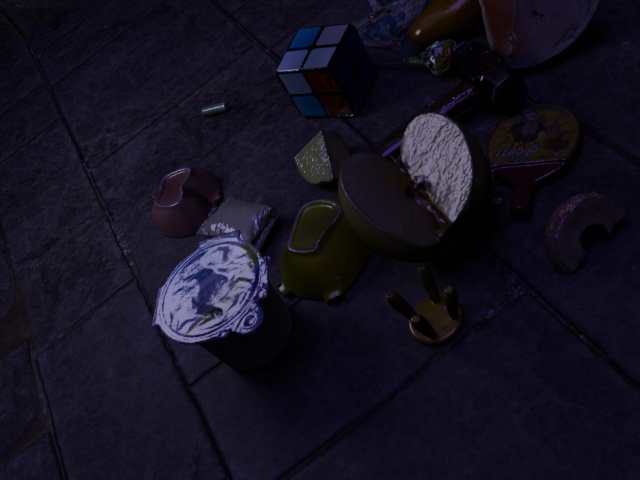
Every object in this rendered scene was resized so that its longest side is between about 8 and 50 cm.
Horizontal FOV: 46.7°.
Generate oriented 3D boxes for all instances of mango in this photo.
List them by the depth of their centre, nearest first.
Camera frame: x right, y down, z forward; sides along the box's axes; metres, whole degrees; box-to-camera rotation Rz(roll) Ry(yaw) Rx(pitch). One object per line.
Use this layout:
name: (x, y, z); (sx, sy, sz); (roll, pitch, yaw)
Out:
mango: (0.340, -0.577, 1.885); (0.253, 0.113, 0.138); (-31, 44, 8)

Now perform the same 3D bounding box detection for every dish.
dish: (0.000, 0.000, 1.620); (0.221, 0.108, 0.262); (7, 58, 36)
dish: (-0.365, -0.115, 1.950); (0.214, 0.090, 0.213); (-17, 47, 19)

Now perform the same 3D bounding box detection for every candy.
candy: (0.230, -0.465, 1.900); (0.306, 0.083, 0.091); (10, 62, 46)

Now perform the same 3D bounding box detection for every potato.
potato: (0.012, -0.175, 1.803); (0.120, 0.081, 0.149); (-40, 53, 41)

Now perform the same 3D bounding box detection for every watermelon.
watermelon: (0.486, -0.529, 1.720); (0.256, 0.176, 0.260); (-44, 22, 11)

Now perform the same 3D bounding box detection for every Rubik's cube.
Rubik's cube: (0.017, -0.435, 1.918); (0.180, 0.183, 0.167); (4, 55, 36)

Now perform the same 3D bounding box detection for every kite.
kite: (0.170, -0.638, 2.111); (0.406, 0.014, 0.368); (-26, 45, 10)

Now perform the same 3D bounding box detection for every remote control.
remote control: (0.335, -0.077, 1.544); (0.096, 0.014, 0.039); (-18, 47, 16)

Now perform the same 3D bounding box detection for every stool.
stool: (0.202, 0.125, 1.390); (0.134, 0.110, 0.135); (-8, 50, 27)

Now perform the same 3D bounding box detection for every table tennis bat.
table tennis bat: (0.440, -0.172, 1.548); (0.201, 0.038, 0.310); (-3, 50, 31)

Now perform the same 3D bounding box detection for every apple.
apple: (0.200, -0.086, 1.480); (0.295, 0.233, 0.257); (-35, 59, 3)

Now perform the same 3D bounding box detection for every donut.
donut: (0.471, -0.030, 1.363); (0.166, 0.108, 0.065); (-43, 20, 1)

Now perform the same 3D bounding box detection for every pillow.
pillow: (-0.194, -0.037, 1.790); (0.182, 0.077, 0.134); (16, 64, 38)

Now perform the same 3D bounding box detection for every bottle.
bottle: (-0.312, -0.388, 2.187); (0.083, 0.030, 0.030); (-8, 51, 25)

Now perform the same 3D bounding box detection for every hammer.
hammer: (0.264, -0.281, 1.713); (0.409, 0.095, 0.242); (-38, 37, 9)

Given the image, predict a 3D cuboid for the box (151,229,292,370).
box: (-0.161, 0.152, 1.522); (0.291, 0.206, 0.262); (26, 72, 42)
